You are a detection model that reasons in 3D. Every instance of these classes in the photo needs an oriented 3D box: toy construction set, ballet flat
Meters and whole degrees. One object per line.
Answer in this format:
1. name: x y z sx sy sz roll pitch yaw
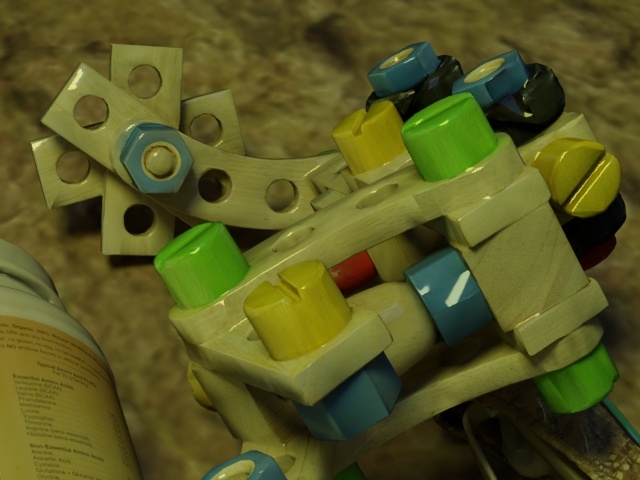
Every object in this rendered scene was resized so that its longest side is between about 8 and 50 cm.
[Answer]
1. toy construction set: 0.000 0.000 0.567 0.215 0.151 0.328 -34 31 -8
2. ballet flat: 0.116 0.112 0.531 0.067 0.073 0.206 -36 47 -10

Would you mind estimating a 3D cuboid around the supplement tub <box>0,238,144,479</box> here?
1. supplement tub: -0.133 0.106 0.490 0.144 0.144 0.199 -16 49 -11
